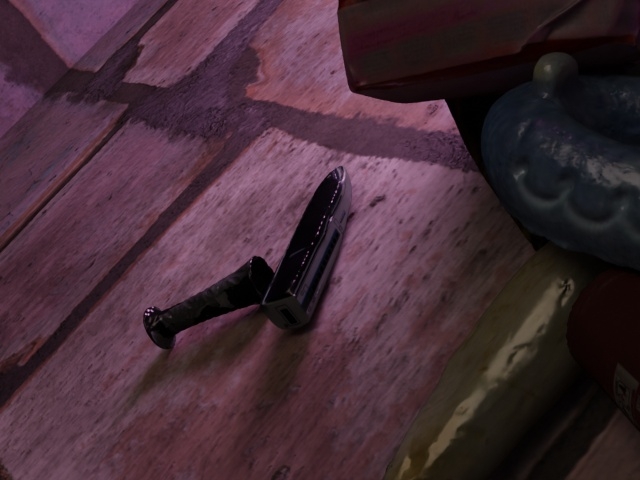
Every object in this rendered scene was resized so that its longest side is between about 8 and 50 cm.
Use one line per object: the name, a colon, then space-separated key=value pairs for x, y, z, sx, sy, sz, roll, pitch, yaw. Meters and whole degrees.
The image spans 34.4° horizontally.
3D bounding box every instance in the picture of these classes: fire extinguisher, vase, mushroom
fire extinguisher: x=0.269 y=0.148 z=0.662 sx=0.147 sy=0.106 sz=0.337 roll=-60 pitch=26 yaw=16
vase: x=-0.133 y=0.077 z=1.241 sx=0.167 sy=0.059 sz=0.059 roll=-25 pitch=33 yaw=24
mushroom: x=0.170 y=0.090 z=0.853 sx=0.333 sy=0.087 sz=0.107 roll=-46 pitch=21 yaw=-8

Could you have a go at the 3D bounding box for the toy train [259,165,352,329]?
toy train: x=0.000 y=-0.001 z=1.208 sx=0.055 sy=0.048 sz=0.252 roll=-23 pitch=29 yaw=36

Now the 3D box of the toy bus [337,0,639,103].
toy bus: x=0.163 y=-0.212 z=0.932 sx=0.303 sy=0.127 sz=0.147 roll=-4 pitch=84 yaw=34

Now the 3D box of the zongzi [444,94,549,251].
zongzi: x=0.297 y=-0.220 z=1.078 sx=0.403 sy=0.208 sz=0.432 roll=-24 pitch=56 yaw=1

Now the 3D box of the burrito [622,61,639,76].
burrito: x=0.310 y=-0.199 z=0.962 sx=0.144 sy=0.089 sz=0.229 roll=-14 pitch=76 yaw=-1

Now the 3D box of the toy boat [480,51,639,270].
toy boat: x=0.275 y=-0.070 z=0.795 sx=0.215 sy=0.123 sz=0.330 roll=-28 pitch=36 yaw=-35
